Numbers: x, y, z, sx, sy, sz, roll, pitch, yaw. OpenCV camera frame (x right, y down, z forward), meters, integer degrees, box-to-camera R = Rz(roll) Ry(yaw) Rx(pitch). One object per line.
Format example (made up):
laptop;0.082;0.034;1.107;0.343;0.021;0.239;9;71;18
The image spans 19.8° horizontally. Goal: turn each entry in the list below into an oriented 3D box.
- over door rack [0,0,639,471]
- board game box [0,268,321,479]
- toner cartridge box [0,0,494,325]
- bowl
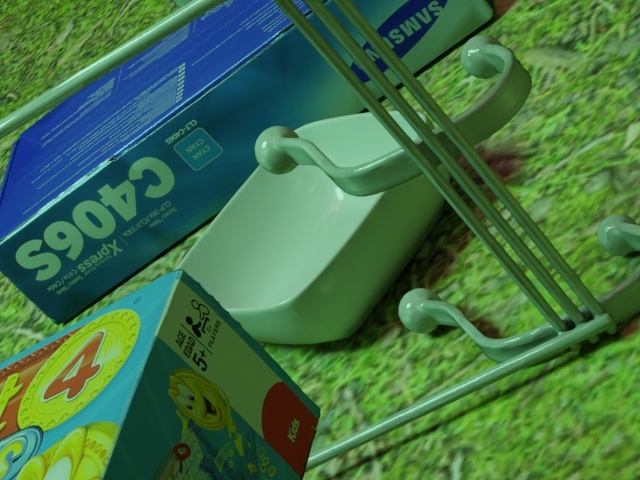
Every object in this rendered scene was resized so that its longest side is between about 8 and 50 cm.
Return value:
over door rack;-0.051;0.006;0.781;0.324;0.239;0.108;-34;27;16
board game box;-0.167;0.189;0.644;0.308;0.086;0.302;-28;28;29
toner cartridge box;-0.056;-0.101;1.172;0.348;0.075;0.165;-34;26;18
bowl;0.000;0.000;0.945;0.142;0.053;0.142;-53;25;-23
